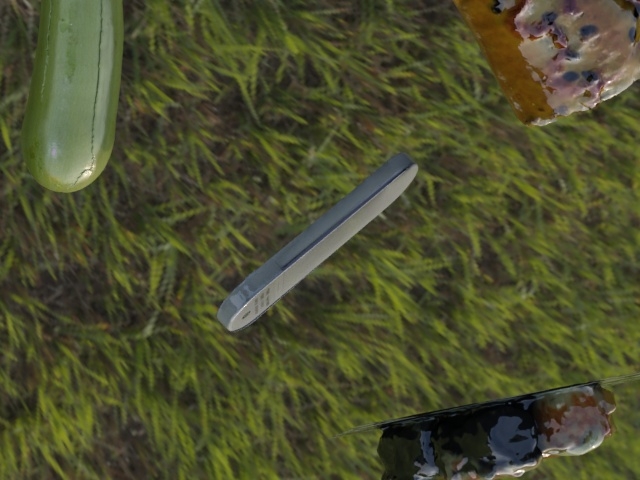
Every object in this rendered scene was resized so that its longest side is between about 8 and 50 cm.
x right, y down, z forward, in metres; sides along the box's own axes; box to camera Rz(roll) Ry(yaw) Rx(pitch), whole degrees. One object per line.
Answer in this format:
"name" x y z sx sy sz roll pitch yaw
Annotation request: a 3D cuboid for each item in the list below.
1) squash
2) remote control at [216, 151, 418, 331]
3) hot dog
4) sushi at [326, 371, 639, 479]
"squash" -0.215 -0.160 0.991 0.083 0.083 0.250 -5 115 -32
"remote control" 0.000 0.000 1.076 0.245 0.022 0.077 -40 165 -16
"hot dog" 0.276 -0.345 1.127 0.367 0.196 0.365 -35 113 5
"sushi" 0.069 0.066 0.386 0.126 0.120 0.026 -10 79 -7
